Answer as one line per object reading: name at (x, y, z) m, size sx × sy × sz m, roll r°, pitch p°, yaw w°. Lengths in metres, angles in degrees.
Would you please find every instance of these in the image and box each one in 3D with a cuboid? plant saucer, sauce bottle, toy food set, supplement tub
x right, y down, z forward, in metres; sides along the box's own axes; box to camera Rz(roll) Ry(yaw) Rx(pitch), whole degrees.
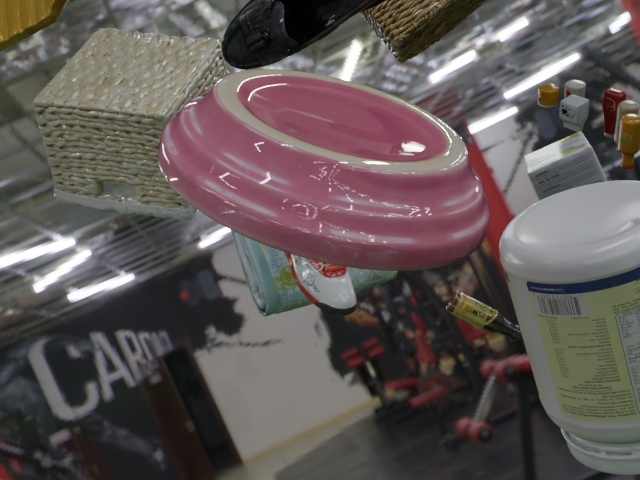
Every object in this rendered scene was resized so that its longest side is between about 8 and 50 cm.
plant saucer at (0.012, -0.085, 1.019) m, size 0.332 × 0.332 × 0.084 m, roll -21°, pitch -46°, yaw -52°
sauce bottle at (0.273, 0.127, 1.740) m, size 0.042 × 0.128 × 0.042 m, roll 25°, pitch -90°, yaw -90°
toy food set at (0.529, -0.230, 2.024) m, size 0.232 × 0.105 × 0.111 m, roll 26°, pitch 44°, yaw 38°
supplement tub at (0.380, 0.111, 1.353) m, size 0.235 × 0.325 × 0.235 m, roll -17°, pitch 20°, yaw 7°

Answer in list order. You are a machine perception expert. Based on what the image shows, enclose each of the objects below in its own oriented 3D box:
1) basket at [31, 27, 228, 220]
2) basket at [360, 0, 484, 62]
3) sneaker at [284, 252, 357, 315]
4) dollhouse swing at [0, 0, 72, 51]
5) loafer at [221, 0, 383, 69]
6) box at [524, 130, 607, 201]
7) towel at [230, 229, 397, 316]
basket at (-0.374, -0.254, 2.207) m, size 0.328 × 0.267 × 0.331 m, roll 8°, pitch 41°, yaw 17°
basket at (0.229, -0.584, 2.374) m, size 0.299 × 0.223 × 0.213 m, roll -38°, pitch -11°, yaw 3°
sneaker at (-0.001, 0.000, 1.910) m, size 0.090 × 0.270 × 0.145 m, roll -8°, pitch -41°, yaw -32°
dollhouse swing at (-0.685, -0.556, 1.937) m, size 0.346 × 0.315 × 0.305 m, roll -19°, pitch -22°, yaw 25°
loafer at (-0.030, -0.343, 1.579) m, size 0.302 × 0.109 × 0.095 m, roll -23°, pitch 17°, yaw 21°
box at (0.417, -0.106, 1.767) m, size 0.114 × 0.103 × 0.203 m, roll -24°, pitch 8°, yaw 14°
towel at (-0.032, -0.061, 2.134) m, size 0.320 × 0.375 × 0.090 m, roll -15°, pitch -5°, yaw -24°
